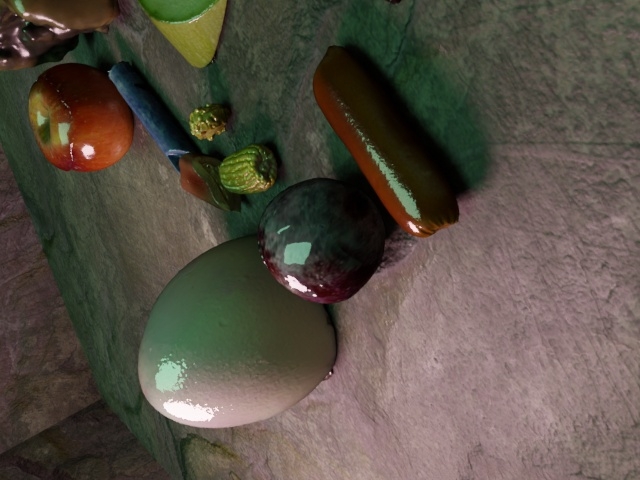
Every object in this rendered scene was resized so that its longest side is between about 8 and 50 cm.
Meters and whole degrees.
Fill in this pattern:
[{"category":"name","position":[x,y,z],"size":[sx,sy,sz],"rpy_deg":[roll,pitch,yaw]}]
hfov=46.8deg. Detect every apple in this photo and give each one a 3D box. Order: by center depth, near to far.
[{"category":"apple","position":[-0.570,-0.297,1.768],"size":[0.271,0.206,0.252],"rpy_deg":[24,123,45]}]

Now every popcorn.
[{"category":"popcorn","position":[-0.204,-0.222,1.365],"size":[0.057,0.083,0.082],"rpy_deg":[64,-177,9]}]

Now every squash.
[{"category":"squash","position":[-0.241,-0.432,1.307],"size":[0.204,0.155,0.237],"rpy_deg":[-44,70,22]}]

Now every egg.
[{"category":"egg","position":[-0.195,0.203,1.437],"size":[0.354,0.339,0.355],"rpy_deg":[37,141,36]}]

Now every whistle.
[{"category":"whistle","position":[-0.359,-0.265,1.596],"size":[0.304,0.062,0.062],"rpy_deg":[51,149,19]}]

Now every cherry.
[{"category":"cherry","position":[0.005,-0.006,1.105],"size":[0.195,0.195,0.195],"rpy_deg":[39,143,37]}]

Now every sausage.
[{"category":"sausage","position":[0.077,-0.131,0.972],"size":[0.300,0.083,0.089],"rpy_deg":[55,163,16]}]

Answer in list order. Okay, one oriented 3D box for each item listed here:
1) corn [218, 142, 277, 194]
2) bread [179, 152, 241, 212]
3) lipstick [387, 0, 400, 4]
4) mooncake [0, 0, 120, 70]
[{"category":"corn","position":[-0.133,-0.127,1.339],"size":[0.165,0.063,0.085],"rpy_deg":[0,124,60]},{"category":"bread","position":[-0.227,-0.127,1.487],"size":[0.192,0.067,0.119],"rpy_deg":[29,145,47]},{"category":"lipstick","position":[0.038,-0.338,0.926],"size":[0.176,0.027,0.027],"rpy_deg":[41,145,31]},{"category":"mooncake","position":[-0.608,-0.518,1.589],"size":[0.394,0.246,0.393],"rpy_deg":[43,138,31]}]
